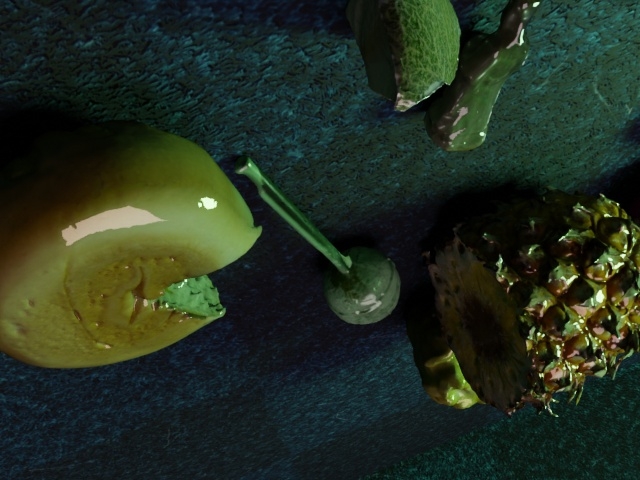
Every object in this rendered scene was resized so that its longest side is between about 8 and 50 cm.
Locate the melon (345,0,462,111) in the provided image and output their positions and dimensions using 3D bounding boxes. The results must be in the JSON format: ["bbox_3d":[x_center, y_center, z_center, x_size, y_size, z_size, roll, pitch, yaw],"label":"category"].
[{"bbox_3d":[0.066,-0.208,0.761,0.093,0.202,0.139,-17,123,27],"label":"melon"}]

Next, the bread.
[{"bbox_3d":[-0.229,0.006,0.835,0.333,0.160,0.333,-19,151,-11],"label":"bread"}]

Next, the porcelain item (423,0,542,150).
[{"bbox_3d":[0.186,-0.194,0.911,0.081,0.069,0.216,-9,150,-20],"label":"porcelain item"}]

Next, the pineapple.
[{"bbox_3d":[0.358,0.088,1.258,0.300,0.352,0.352,-20,153,-10],"label":"pineapple"}]

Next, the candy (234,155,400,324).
[{"bbox_3d":[0.000,0.000,1.106,0.119,0.119,0.440,-29,144,10],"label":"candy"}]

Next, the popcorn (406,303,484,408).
[{"bbox_3d":[0.296,0.188,1.511,0.250,0.242,0.235,-12,137,1],"label":"popcorn"}]

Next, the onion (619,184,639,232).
[{"bbox_3d":[0.695,0.030,1.368,0.347,0.385,0.348,-2,113,-5],"label":"onion"}]
